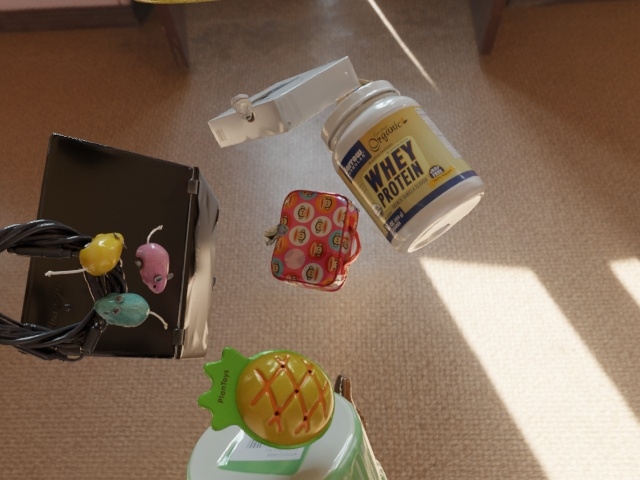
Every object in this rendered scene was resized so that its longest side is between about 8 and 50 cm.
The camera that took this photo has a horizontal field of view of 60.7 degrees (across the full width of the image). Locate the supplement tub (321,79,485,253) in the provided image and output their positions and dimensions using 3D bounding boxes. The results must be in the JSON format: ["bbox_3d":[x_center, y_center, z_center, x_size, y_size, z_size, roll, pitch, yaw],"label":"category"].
[{"bbox_3d":[0.166,-0.157,1.159,0.228,0.228,0.316,-32,75,-13],"label":"supplement tub"}]

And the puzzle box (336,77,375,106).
[{"bbox_3d":[0.188,-0.409,2.075,0.272,0.052,0.410,-6,85,-43],"label":"puzzle box"}]

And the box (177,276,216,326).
[{"bbox_3d":[-0.466,0.170,1.716,0.230,0.183,0.056,19,20,-11],"label":"box"}]

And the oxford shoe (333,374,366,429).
[{"bbox_3d":[0.071,0.420,1.308,0.075,0.076,0.213,-6,99,-13],"label":"oxford shoe"}]

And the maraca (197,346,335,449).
[{"bbox_3d":[-0.066,0.203,0.714,0.185,0.099,0.127,15,56,-18],"label":"maraca"}]

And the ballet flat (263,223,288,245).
[{"bbox_3d":[-0.128,-0.018,1.455,0.041,0.114,0.041,15,63,-30],"label":"ballet flat"}]

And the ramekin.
[{"bbox_3d":[-0.055,0.360,0.834,0.303,0.148,0.303,-13,19,5],"label":"ramekin"}]

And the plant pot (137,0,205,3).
[{"bbox_3d":[-0.161,-0.473,0.749,0.253,0.239,0.254,-4,31,2],"label":"plant pot"}]

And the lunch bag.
[{"bbox_3d":[0.000,0.000,1.628,0.258,0.120,0.294,8,80,24],"label":"lunch bag"}]

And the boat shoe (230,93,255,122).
[{"bbox_3d":[-0.143,-0.245,1.033,0.035,0.100,0.035,-28,84,1],"label":"boat shoe"}]

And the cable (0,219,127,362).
[{"bbox_3d":[-0.313,0.052,0.619,0.151,0.184,0.047,-54,34,-7],"label":"cable"}]

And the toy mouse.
[{"bbox_3d":[-0.215,0.050,0.648,0.031,0.143,0.161,-15,23,33],"label":"toy mouse"}]

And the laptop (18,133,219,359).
[{"bbox_3d":[-0.368,0.043,1.116,0.236,0.408,0.383,3,78,0],"label":"laptop"}]

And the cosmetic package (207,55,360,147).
[{"bbox_3d":[-0.113,-0.387,1.556,0.284,0.098,0.377,-37,22,-31],"label":"cosmetic package"}]
